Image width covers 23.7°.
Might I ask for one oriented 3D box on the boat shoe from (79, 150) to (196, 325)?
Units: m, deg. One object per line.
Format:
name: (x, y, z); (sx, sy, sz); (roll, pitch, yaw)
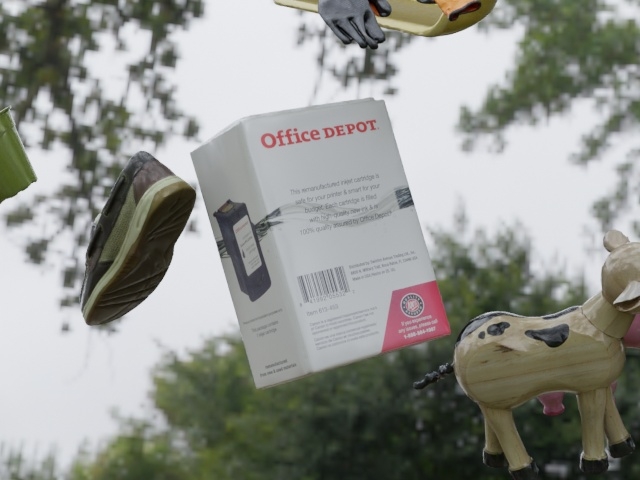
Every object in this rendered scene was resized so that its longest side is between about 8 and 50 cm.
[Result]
boat shoe: (-0.188, -0.002, 1.493); (0.080, 0.073, 0.223); (-18, -26, -39)

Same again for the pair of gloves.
pair of gloves: (0.039, -0.137, 0.841); (0.083, 0.074, 0.010); (-23, -40, -9)

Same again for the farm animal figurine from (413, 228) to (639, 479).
farm animal figurine: (0.274, 0.036, 1.027); (0.330, 0.172, 0.327); (-27, 22, -36)

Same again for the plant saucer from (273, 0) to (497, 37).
plant saucer: (0.119, -0.349, 1.483); (0.081, 0.332, 0.333); (25, 1, -32)

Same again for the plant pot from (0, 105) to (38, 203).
plant pot: (-0.326, -0.080, 1.532); (0.083, 0.079, 0.083); (-29, 10, 6)

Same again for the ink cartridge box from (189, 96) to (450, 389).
ink cartridge box: (0.000, 0.000, 1.424); (0.172, 0.237, 0.100); (-12, -6, -36)
